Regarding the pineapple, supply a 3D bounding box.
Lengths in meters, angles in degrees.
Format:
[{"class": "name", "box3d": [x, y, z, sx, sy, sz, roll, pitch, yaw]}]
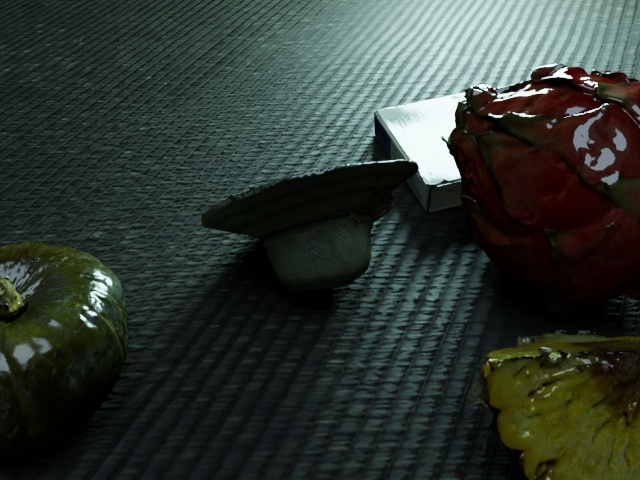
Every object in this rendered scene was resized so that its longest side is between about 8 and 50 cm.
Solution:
[{"class": "pineapple", "box3d": [0.225, 0.148, 0.555, 0.250, 0.139, 0.164, -3, -1, -21]}]

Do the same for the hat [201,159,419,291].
[{"class": "hat", "box3d": [0.000, 0.000, 0.691, 0.252, 0.252, 0.109, -14, 85, -11]}]

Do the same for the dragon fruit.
[{"class": "dragon fruit", "box3d": [0.262, -0.061, 0.674, 0.299, 0.244, 0.244, 35, 54, 24]}]

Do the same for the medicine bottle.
[{"class": "medicine bottle", "box3d": [0.185, -0.131, 0.875, 0.171, 0.052, 0.201, -14, 43, -11]}]

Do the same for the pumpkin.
[{"class": "pumpkin", "box3d": [-0.291, 0.091, 0.591, 0.219, 0.162, 0.219, 1, 43, -1]}]
